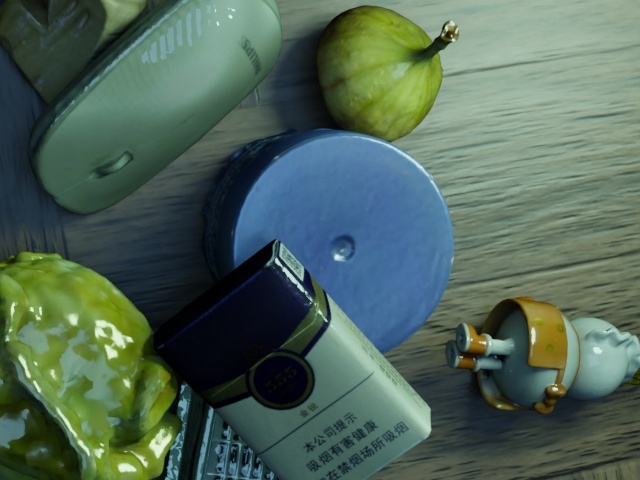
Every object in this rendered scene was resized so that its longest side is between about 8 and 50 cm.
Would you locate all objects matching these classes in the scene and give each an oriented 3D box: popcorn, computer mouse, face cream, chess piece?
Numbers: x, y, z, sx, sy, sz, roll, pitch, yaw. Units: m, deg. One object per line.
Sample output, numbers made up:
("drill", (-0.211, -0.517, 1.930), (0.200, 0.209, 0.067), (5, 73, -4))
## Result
("popcorn", (-0.300, 0.165, 1.782), (0.312, 0.312, 0.312), (0, 91, -12))
("computer mouse", (-0.173, -0.157, 1.869), (0.331, 0.197, 0.095), (-43, 56, -5))
("face cream", (0.000, 0.000, 1.885), (0.249, 0.225, 0.249), (-1, 94, -14))
("chess piece", (-0.243, -0.276, 1.836), (0.137, 0.137, 0.301), (38, 121, -10))

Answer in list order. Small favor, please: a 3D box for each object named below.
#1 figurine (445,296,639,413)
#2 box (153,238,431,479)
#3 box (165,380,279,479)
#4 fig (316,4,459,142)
("figurine", (0.281, 0.143, 1.994), (0.271, 0.143, 0.143), (20, 87, -11))
("box", (-0.027, 0.141, 1.747), (0.168, 0.071, 0.259), (-38, 108, 16))
("box", (-0.067, 0.291, 1.902), (0.220, 0.166, 0.290), (10, 89, -12))
("fig", (0.071, -0.191, 1.896), (0.143, 0.231, 0.160), (-10, 91, -5))
